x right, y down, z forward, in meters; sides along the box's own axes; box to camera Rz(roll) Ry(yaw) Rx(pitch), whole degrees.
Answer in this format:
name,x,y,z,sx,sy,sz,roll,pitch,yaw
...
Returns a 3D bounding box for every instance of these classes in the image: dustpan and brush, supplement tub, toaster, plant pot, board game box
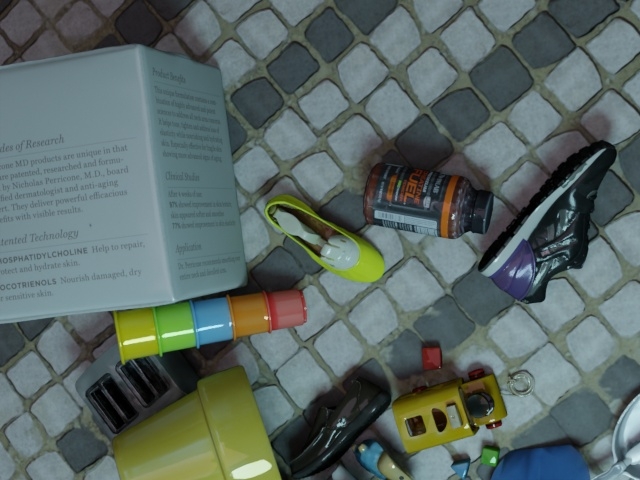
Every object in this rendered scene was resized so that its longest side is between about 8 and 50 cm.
name,x,y,z,sx,sy,sz,roll,pitch,yaw
dustpan and brush,0.489,0.336,1.728,0.211,0.060,0.147,-38,82,14
supplement tub,0.175,-0.061,1.784,0.198,0.106,0.106,10,95,15
toaster,-0.313,0.249,1.935,0.168,0.110,0.185,-40,81,13
plant pot,-0.198,0.357,1.796,0.239,0.254,0.253,-18,87,-8
board game box,0.351,0.395,1.758,0.169,0.033,0.133,-13,46,28

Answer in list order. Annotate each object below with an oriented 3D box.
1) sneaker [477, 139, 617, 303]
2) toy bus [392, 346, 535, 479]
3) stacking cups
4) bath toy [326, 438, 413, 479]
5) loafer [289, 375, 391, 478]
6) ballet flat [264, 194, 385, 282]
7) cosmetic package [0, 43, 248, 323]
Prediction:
name,x,y,z,sx,sy,sz,roll,pitch,yaw
sneaker,0.383,-0.025,1.740,0.124,0.107,0.283,38,106,-3
toy bus,0.216,0.275,1.784,0.191,0.104,0.202,26,99,14
stacking cups,-0.182,0.129,1.844,0.316,0.096,0.096,-11,89,-9
bath toy,0.000,0.483,1.789,0.348,0.151,0.129,-44,89,-6
loafer,0.023,0.313,1.863,0.220,0.080,0.078,-45,70,8
ballet flat,0.000,0.000,1.850,0.231,0.077,0.077,34,100,12
cosmetic package,-0.342,-0.087,1.817,0.328,0.329,0.393,-7,89,17
